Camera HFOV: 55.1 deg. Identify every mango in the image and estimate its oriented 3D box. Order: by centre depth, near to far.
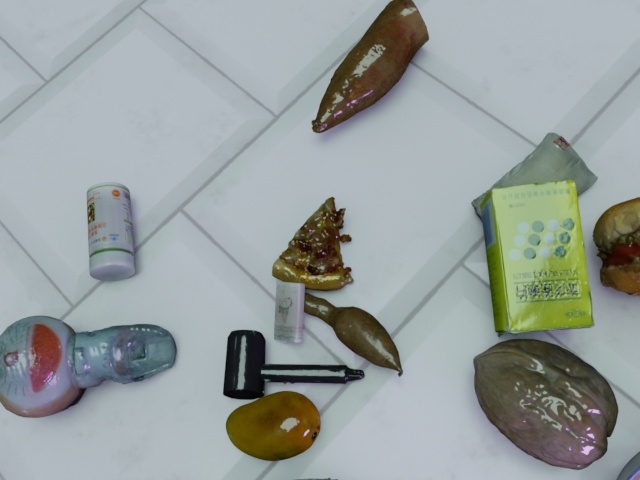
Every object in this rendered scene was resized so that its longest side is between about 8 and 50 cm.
[{"bbox_3d":[-0.079,0.317,1.036,0.163,0.089,0.111,-25,55,9],"label":"mango"}]

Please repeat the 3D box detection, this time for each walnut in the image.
[{"bbox_3d":[0.345,0.244,0.963,0.230,0.178,0.178,29,75,23],"label":"walnut"}]

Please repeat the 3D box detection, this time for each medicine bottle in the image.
[{"bbox_3d":[0.355,0.034,1.033,0.137,0.141,0.250,-5,82,5],"label":"medicine bottle"},{"bbox_3d":[-0.418,-0.019,1.223,0.086,0.086,0.183,-13,66,3],"label":"medicine bottle"}]

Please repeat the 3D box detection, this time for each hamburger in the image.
[{"bbox_3d":[0.565,0.000,0.991,0.244,0.244,0.163,-3,78,7],"label":"hamburger"}]

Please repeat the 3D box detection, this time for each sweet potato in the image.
[{"bbox_3d":[0.052,0.150,1.095,0.269,0.075,0.075,31,75,30],"label":"sweet potato"},{"bbox_3d":[0.100,-0.342,1.256,0.131,0.131,0.337,30,76,18],"label":"sweet potato"}]

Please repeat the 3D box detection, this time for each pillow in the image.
[{"bbox_3d":[0.399,-0.092,1.148,0.229,0.051,0.128,-41,78,-7],"label":"pillow"}]

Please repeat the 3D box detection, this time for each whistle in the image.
[{"bbox_3d":[-0.438,0.212,1.096,0.347,0.189,0.189,-8,67,-6],"label":"whistle"}]

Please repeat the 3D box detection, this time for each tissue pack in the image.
[{"bbox_3d":[-0.057,0.129,1.114,0.056,0.023,0.108,1,88,35],"label":"tissue pack"}]

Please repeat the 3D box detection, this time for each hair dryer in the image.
[{"bbox_3d":[-0.046,0.218,1.084,0.248,0.070,0.114,-1,68,4],"label":"hair dryer"}]

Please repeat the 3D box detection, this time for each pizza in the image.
[{"bbox_3d":[-0.001,-0.001,1.160,0.154,0.069,0.194,9,71,13],"label":"pizza"}]

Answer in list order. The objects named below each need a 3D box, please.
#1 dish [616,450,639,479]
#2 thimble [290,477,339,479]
[{"bbox_3d":[0.555,0.372,0.890,0.273,0.134,0.273,4,108,12],"label":"dish"},{"bbox_3d":[-0.009,0.496,0.916,0.270,0.150,0.271,-3,67,7],"label":"thimble"}]
